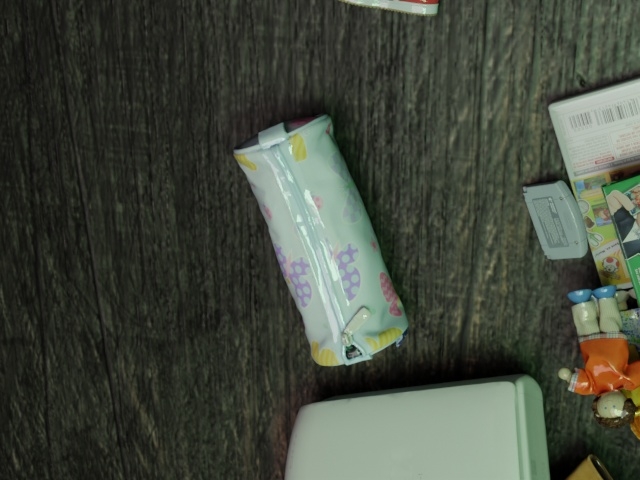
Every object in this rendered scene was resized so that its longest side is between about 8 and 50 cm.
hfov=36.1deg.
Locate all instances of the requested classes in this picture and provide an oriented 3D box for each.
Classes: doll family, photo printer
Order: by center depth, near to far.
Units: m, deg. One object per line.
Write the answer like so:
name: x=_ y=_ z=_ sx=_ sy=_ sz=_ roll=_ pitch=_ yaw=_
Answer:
doll family: x=0.372 y=0.117 z=0.962 sx=0.263 sy=0.118 sz=0.163 roll=-14 pitch=74 yaw=21
photo printer: x=0.096 y=0.287 z=1.077 sx=0.308 sy=0.107 sz=0.255 roll=-11 pitch=69 yaw=29

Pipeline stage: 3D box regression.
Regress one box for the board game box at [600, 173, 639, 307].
board game box: x=0.400 y=0.068 z=0.865 sx=0.214 sy=0.046 sz=0.317 roll=-18 pitch=74 yaw=20

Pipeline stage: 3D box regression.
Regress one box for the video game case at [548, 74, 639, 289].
video game case: x=0.361 y=-0.068 z=0.955 sx=0.227 sy=0.026 sz=0.206 roll=-15 pitch=103 yaw=24

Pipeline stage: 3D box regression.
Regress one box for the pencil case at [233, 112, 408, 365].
pencil case: x=0.000 y=0.000 z=1.063 sx=0.114 sy=0.124 sz=0.273 roll=-15 pitch=102 yaw=25

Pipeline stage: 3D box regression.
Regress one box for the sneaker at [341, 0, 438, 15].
sneaker: x=0.064 y=-0.268 z=0.987 sx=0.119 sy=0.042 sz=0.067 roll=11 pitch=116 yaw=9

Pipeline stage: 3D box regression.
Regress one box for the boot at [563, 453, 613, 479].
boot: x=0.203 y=0.331 z=1.094 sx=0.280 sy=0.096 sz=0.264 roll=-49 pitch=58 yaw=26

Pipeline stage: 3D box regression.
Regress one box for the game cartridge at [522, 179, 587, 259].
game cartridge: x=0.243 y=-0.021 z=1.009 sx=0.056 sy=0.017 sz=0.083 roll=-3 pitch=111 yaw=57
